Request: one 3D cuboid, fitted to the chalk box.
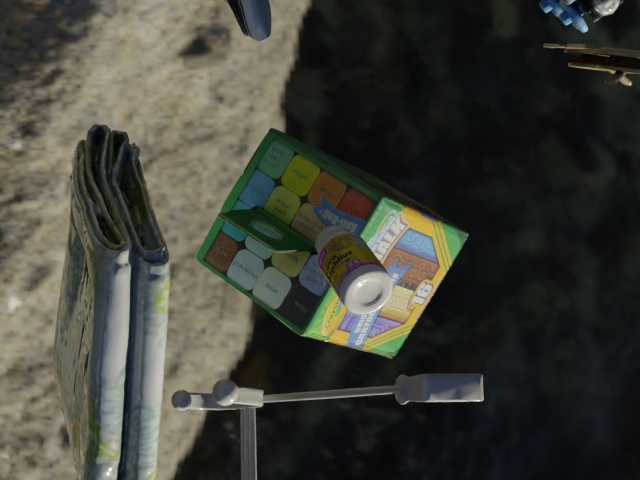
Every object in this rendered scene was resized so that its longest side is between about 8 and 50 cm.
[{"bbox_3d":[0.000,0.000,1.822,0.179,0.180,0.289,-59,150,5],"label":"chalk box"}]

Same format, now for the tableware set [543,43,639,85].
[{"bbox_3d":[0.321,-0.186,1.756,0.128,0.194,0.039,6,96,-7],"label":"tableware set"}]

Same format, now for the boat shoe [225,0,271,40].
[{"bbox_3d":[-0.115,-0.294,1.786,0.065,0.083,0.183,24,47,-71],"label":"boat shoe"}]

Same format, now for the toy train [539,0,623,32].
[{"bbox_3d":[0.223,-0.263,1.508,0.080,0.184,0.105,-36,116,5],"label":"toy train"}]

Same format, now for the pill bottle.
[{"bbox_3d":[0.024,0.021,1.294,0.043,0.083,0.043,-10,122,-17],"label":"pill bottle"}]

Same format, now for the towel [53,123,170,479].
[{"bbox_3d":[-0.233,0.100,1.765,0.090,0.320,0.374,0,117,-13],"label":"towel"}]

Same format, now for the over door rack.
[{"bbox_3d":[-0.012,0.227,1.295,0.108,0.324,0.239,3,82,-42],"label":"over door rack"}]
